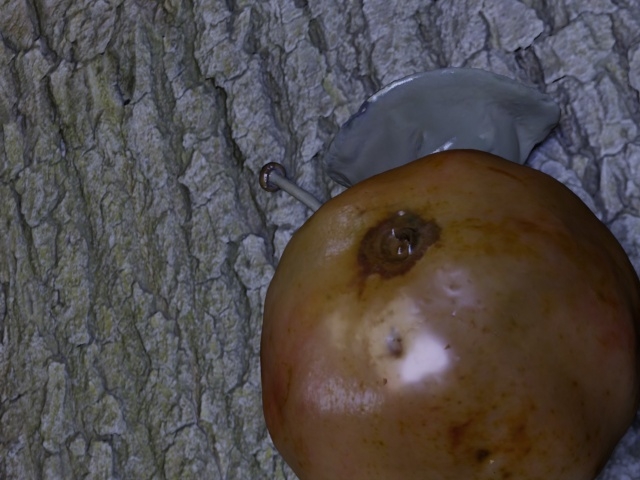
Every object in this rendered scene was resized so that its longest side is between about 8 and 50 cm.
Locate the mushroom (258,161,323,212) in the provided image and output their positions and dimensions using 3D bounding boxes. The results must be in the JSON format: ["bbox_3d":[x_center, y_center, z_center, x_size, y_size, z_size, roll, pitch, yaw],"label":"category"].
[{"bbox_3d":[0.002,0.000,1.400,0.306,0.043,0.068,56,129,30],"label":"mushroom"}]

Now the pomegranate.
[{"bbox_3d":[0.132,0.120,1.066,0.412,0.411,0.411,-10,73,34],"label":"pomegranate"}]

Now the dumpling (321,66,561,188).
[{"bbox_3d":[0.128,-0.127,1.224,0.243,0.227,0.175,-46,47,6],"label":"dumpling"}]
